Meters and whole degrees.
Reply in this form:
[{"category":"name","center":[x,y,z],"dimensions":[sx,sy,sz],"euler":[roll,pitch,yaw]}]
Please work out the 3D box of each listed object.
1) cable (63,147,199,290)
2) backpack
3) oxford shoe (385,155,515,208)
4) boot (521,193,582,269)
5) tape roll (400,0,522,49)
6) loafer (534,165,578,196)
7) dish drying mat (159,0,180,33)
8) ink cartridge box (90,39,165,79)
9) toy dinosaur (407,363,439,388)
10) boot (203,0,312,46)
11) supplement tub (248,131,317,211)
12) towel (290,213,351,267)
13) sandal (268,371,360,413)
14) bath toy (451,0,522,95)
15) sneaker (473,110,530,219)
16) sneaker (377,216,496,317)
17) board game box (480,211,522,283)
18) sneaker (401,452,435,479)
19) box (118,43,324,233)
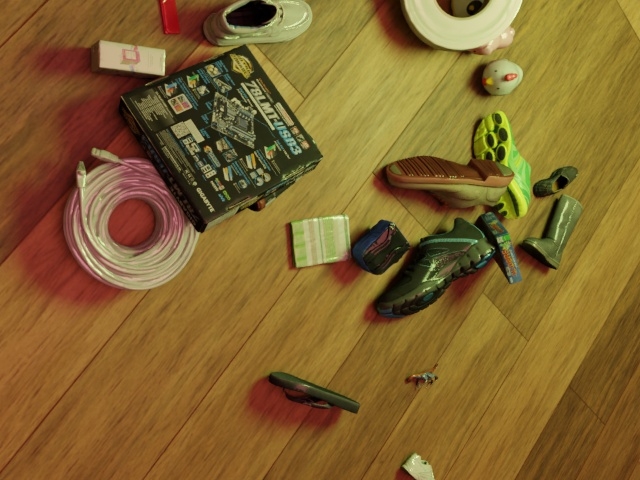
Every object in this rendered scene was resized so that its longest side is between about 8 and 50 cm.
[{"category":"cable","center":[-0.368,-0.033,1.217],"dimensions":[0.257,0.089,0.257],"euler":[11,89,-31]},{"category":"backpack","center":[0.138,0.023,1.498],"dimensions":[0.120,0.101,0.098],"euler":[-47,113,-13]},{"category":"oxford shoe","center":[0.323,-0.133,1.579],"dimensions":[0.348,0.123,0.130],"euler":[2,126,-16]},{"category":"boot","center":[0.681,-0.039,1.812],"dimensions":[0.190,0.076,0.208],"euler":[30,87,-42]},{"category":"tape roll","center":[0.330,-0.597,1.472],"dimensions":[0.286,0.100,0.286],"euler":[1,105,3]},{"category":"loafer","center":[0.704,-0.171,1.819],"dimensions":[0.170,0.061,0.062],"euler":[-31,108,-24]},{"category":"dish drying mat","center":[-0.306,-0.461,1.257],"dimensions":[0.032,0.008,0.083],"euler":[-12,100,-29]},{"category":"ink cartridge box","center":[-0.369,-0.342,1.186],"dimensions":[0.122,0.088,0.052],"euler":[1,96,-29]},{"category":"toy dinosaur","center":[0.268,0.361,1.650],"dimensions":[0.082,0.047,0.090],"euler":[26,48,-20]},{"category":"boot","center":[-0.108,-0.462,1.301],"dimensions":[0.258,0.123,0.095],"euler":[-23,106,-26]},{"category":"supplement tub","center":[-0.096,-0.157,1.346],"dimensions":[0.198,0.106,0.106],"euler":[-41,112,-21]},{"category":"towel","center":[0.000,0.000,1.467],"dimensions":[0.152,0.023,0.113],"euler":[-8,96,-26]},{"category":"sandal","center":[-0.011,0.368,1.448],"dimensions":[0.254,0.097,0.054],"euler":[28,81,-29]},{"category":"bath toy","center":[0.432,-0.540,1.596],"dimensions":[0.151,0.129,0.348],"euler":[-16,104,8]},{"category":"sneaker","center":[0.500,-0.206,1.694],"dimensions":[0.123,0.109,0.295],"euler":[-30,107,-50]},{"category":"sneaker","center":[0.275,0.074,1.586],"dimensions":[0.341,0.125,0.139],"euler":[-32,66,-10]},{"category":"board game box","center":[0.475,0.015,1.638],"dimensions":[0.035,0.201,0.136],"euler":[-19,106,9]},{"category":"sneaker","center":[0.282,0.629,1.663],"dimensions":[0.061,0.054,0.152],"euler":[-50,115,-19]},{"category":"box","center":[-0.191,-0.209,1.228],"dimensions":[0.293,0.073,0.295],"euler":[-33,87,-28]}]
